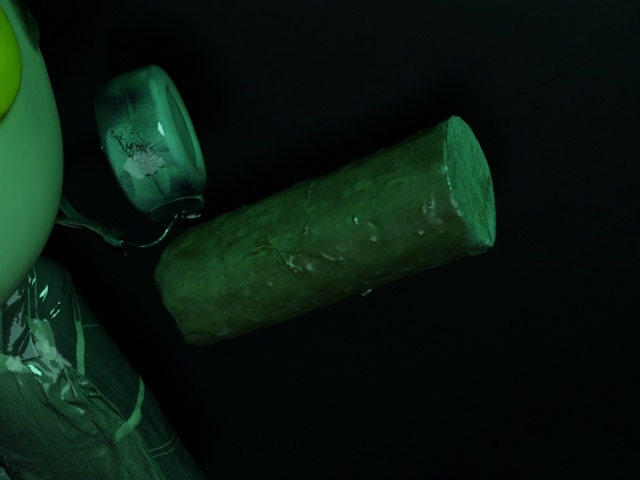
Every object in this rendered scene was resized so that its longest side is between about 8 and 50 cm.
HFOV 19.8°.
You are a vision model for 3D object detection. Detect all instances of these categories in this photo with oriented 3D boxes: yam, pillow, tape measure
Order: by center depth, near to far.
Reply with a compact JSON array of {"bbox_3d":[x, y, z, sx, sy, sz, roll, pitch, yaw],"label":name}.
[{"bbox_3d":[-0.163,-0.053,1.231,0.180,0.104,0.107,-9,134,19],"label":"tape measure"},{"bbox_3d":[0.000,0.000,1.260,0.259,0.093,0.093,-21,126,29],"label":"yam"},{"bbox_3d":[-0.203,0.140,1.435,0.161,0.092,0.335,-11,130,25],"label":"pillow"}]

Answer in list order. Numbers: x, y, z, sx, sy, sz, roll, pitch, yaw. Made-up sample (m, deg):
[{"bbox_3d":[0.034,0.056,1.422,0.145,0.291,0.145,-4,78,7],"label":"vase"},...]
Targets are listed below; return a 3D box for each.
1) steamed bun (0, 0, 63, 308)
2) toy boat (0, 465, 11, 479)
[{"bbox_3d":[-0.331,-0.082,1.091,0.334,0.334,0.374,-22,134,29],"label":"steamed bun"},{"bbox_3d":[-0.231,0.320,1.612,0.199,0.100,0.290,-22,124,29],"label":"toy boat"}]
